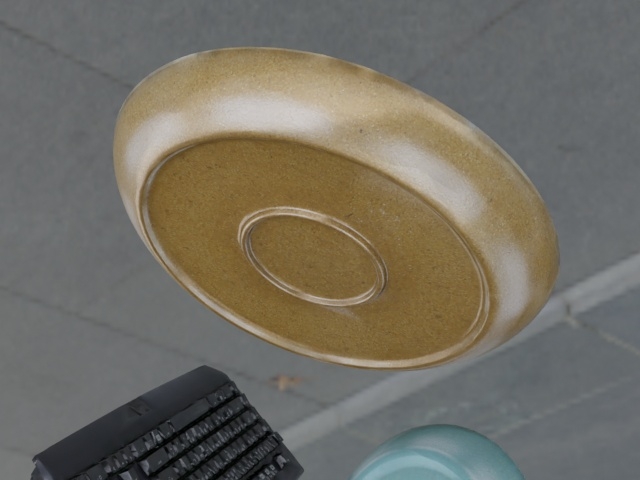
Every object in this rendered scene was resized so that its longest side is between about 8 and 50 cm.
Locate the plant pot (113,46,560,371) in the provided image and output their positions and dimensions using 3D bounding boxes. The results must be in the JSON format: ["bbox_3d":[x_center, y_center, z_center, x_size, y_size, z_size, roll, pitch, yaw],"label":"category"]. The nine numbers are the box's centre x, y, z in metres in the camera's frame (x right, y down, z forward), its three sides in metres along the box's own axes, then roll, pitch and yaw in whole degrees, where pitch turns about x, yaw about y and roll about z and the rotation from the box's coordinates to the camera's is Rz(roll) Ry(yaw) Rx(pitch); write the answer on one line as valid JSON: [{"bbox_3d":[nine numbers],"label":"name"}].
[{"bbox_3d":[0.000,0.000,0.653,0.236,0.032,0.236,15,145,11],"label":"plant pot"}]

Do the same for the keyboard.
[{"bbox_3d":[-0.065,0.187,0.865,0.033,0.202,0.317,-36,176,16],"label":"keyboard"}]

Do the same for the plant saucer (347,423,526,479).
[{"bbox_3d":[0.045,0.143,0.611,0.119,0.119,0.021,-21,149,29],"label":"plant saucer"}]
